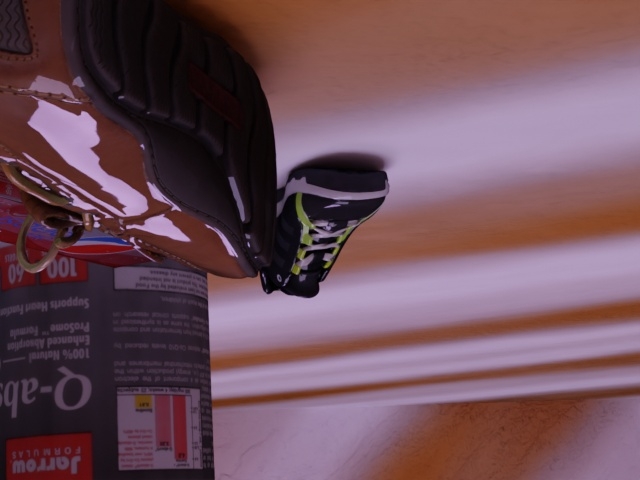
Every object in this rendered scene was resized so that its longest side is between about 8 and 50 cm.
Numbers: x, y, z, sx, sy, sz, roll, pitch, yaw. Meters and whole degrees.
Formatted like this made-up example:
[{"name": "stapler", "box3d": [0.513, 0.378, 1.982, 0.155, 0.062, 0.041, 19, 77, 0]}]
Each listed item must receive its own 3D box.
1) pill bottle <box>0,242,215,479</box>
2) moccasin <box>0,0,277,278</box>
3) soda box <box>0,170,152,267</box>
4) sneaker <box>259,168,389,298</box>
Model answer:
[{"name": "pill bottle", "box3d": [-0.205, 0.168, 1.450, 0.210, 0.363, 0.210, -3, 169, -1]}, {"name": "moccasin", "box3d": [-0.123, -0.056, 0.889, 0.147, 0.139, 0.380, -5, 169, 17]}, {"name": "soda box", "box3d": [-0.187, -0.042, 1.095, 0.092, 0.083, 0.263, -9, 167, 25]}, {"name": "sneaker", "box3d": [0.000, 0.000, 1.328, 0.084, 0.097, 0.234, 0, 169, -18]}]
